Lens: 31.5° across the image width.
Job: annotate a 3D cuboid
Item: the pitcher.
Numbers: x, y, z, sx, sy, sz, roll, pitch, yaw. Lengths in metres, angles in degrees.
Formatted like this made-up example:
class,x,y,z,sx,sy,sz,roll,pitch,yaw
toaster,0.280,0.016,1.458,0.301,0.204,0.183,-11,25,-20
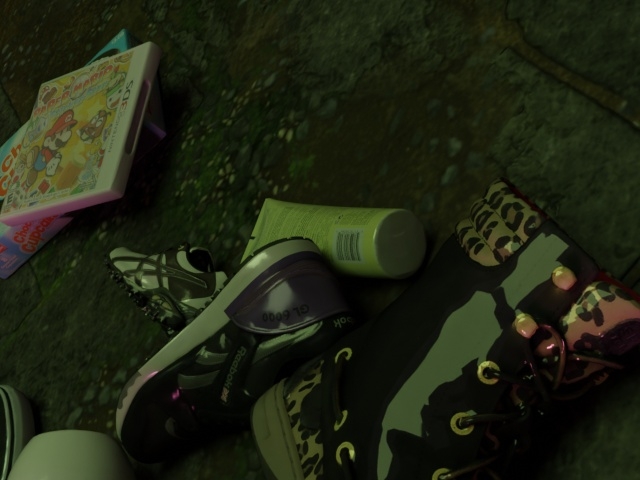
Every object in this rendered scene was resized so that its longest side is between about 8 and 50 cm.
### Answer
class,x,y,z,sx,sy,sz,roll,pitch,yaw
pitcher,-0.208,0.279,1.030,0.178,0.125,0.207,-15,62,25

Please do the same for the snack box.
class,x,y,z,sx,sy,sz,roll,pitch,yaw
snack box,-0.340,-0.114,1.505,0.322,0.060,0.187,-39,41,21

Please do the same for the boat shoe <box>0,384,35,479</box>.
class,x,y,z,sx,sy,sz,roll,pitch,yaw
boat shoe,-0.400,0.299,1.211,0.121,0.119,0.335,-19,50,38

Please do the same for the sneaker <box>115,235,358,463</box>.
class,x,y,z,sx,sy,sz,roll,pitch,yaw
sneaker,-0.078,0.133,1.003,0.283,0.107,0.124,-49,59,27

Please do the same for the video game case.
class,x,y,z,sx,sy,sz,roll,pitch,yaw
video game case,-0.299,-0.129,1.404,0.227,0.026,0.206,-11,58,40

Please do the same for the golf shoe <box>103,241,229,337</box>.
class,x,y,z,sx,sy,sz,roll,pitch,yaw
golf shoe,-0.156,0.041,1.192,0.094,0.077,0.198,-45,40,-10

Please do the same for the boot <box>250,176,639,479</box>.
class,x,y,z,sx,sy,sz,roll,pitch,yaw
boot,0.114,0.139,0.768,0.284,0.138,0.377,-48,32,10

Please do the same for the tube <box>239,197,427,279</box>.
class,x,y,z,sx,sy,sz,roll,pitch,yaw
tube,0.000,0.000,1.059,0.070,0.062,0.240,-29,18,-33
